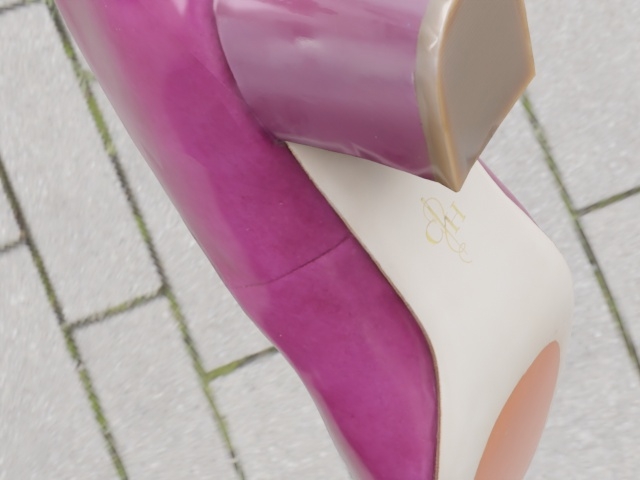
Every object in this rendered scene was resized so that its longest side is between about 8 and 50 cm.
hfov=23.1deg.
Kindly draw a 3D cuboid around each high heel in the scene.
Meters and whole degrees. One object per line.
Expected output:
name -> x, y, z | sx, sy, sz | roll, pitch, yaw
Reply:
high heel -> 0.000, 0.000, 0.645 | 0.181, 0.377, 0.127 | 22, 53, 26
